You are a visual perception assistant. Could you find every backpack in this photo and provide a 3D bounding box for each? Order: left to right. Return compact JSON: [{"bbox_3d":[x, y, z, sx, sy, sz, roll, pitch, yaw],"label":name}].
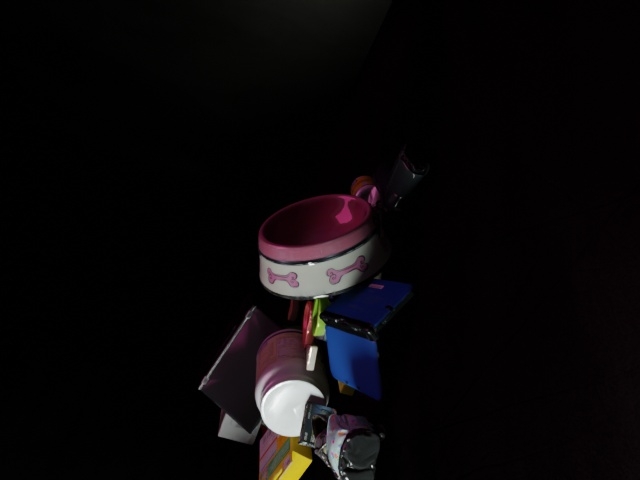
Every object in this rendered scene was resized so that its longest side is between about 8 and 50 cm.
[{"bbox_3d":[0.075,0.469,1.362,0.182,0.115,0.151,-147,74,-82],"label":"backpack"}]

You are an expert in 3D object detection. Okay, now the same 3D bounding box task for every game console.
[{"bbox_3d":[0.131,0.244,1.548,0.250,0.173,0.293,-42,17,-18],"label":"game console"}]

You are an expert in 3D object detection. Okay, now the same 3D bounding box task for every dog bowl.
[{"bbox_3d":[0.000,0.000,1.725,0.408,0.408,0.150,-94,-9,-64],"label":"dog bowl"}]

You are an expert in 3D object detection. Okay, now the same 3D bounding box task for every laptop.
[{"bbox_3d":[-0.271,0.452,2.276,0.382,0.236,0.408,-56,12,0],"label":"laptop"}]

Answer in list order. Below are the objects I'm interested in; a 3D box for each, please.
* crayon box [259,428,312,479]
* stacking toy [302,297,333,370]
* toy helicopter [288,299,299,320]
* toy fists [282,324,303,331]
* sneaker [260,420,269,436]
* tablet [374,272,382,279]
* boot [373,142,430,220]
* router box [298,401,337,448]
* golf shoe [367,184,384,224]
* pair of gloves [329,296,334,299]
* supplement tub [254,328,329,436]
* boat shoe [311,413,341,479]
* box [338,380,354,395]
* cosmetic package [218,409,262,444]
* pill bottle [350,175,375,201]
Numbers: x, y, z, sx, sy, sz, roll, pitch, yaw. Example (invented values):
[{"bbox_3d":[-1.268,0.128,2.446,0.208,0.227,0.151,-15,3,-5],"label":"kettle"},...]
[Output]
[{"bbox_3d":[-0.118,0.705,1.931,0.203,0.083,0.323,-56,13,14],"label":"crayon box"},{"bbox_3d":[0.033,0.230,1.820,0.279,0.131,0.308,-97,16,-57],"label":"stacking toy"},{"bbox_3d":[-0.112,0.215,2.727,0.235,0.140,0.355,120,162,-55],"label":"toy helicopter"},{"bbox_3d":[-0.106,0.463,2.248,0.096,0.142,0.279,96,-172,-68],"label":"toy fists"},{"bbox_3d":[-0.221,0.803,2.390,0.221,0.087,0.128,137,152,-71],"label":"sneaker"},{"bbox_3d":[0.168,0.123,1.781,0.083,0.006,0.054,123,162,-53],"label":"tablet"},{"bbox_3d":[0.239,-0.207,1.735,0.246,0.094,0.207,-92,19,-46],"label":"boot"},{"bbox_3d":[-0.008,0.543,1.718,0.038,0.092,0.122,123,162,-53],"label":"router box"},{"bbox_3d":[0.189,-0.094,1.905,0.094,0.077,0.198,-119,40,-61],"label":"golf shoe"},{"bbox_3d":[0.057,0.140,2.281,0.159,0.023,0.198,134,152,-67],"label":"pair of gloves"},{"bbox_3d":[-0.094,0.456,1.917,0.325,0.236,0.235,-105,35,-71],"label":"supplement tub"},{"bbox_3d":[0.028,0.537,1.539,0.285,0.092,0.102,-123,53,-77],"label":"boat shoe"},{"bbox_3d":[0.099,0.335,1.665,0.109,0.042,0.178,-102,32,-65],"label":"box"},{"bbox_3d":[-0.319,0.660,2.465,0.365,0.155,0.196,-119,48,-75],"label":"cosmetic package"},{"bbox_3d":[0.160,-0.167,2.056,0.184,0.103,0.103,-102,32,-69],"label":"pill bottle"}]
